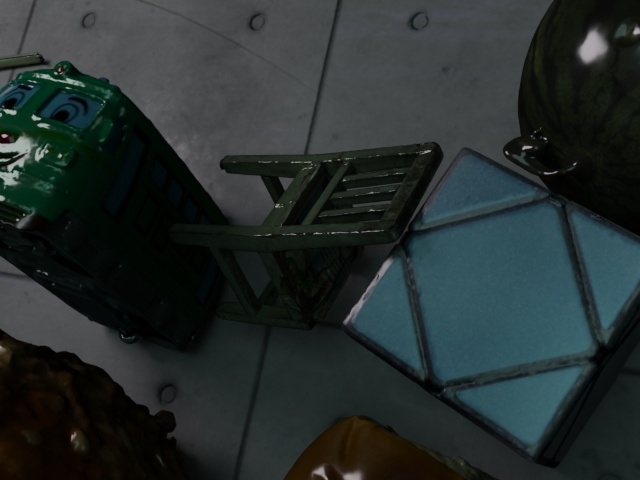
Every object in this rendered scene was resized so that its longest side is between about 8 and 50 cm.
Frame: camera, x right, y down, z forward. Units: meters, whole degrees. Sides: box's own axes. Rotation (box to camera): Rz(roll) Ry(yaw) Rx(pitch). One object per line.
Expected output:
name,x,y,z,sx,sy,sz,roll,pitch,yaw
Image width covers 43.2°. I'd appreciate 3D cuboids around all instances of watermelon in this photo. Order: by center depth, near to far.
watermelon,0.327,-0.143,0.714,0.359,0.279,0.279,-34,63,-20

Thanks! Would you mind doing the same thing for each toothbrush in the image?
toothbrush,-0.541,-0.262,1.224,0.294,0.026,0.028,2,59,21

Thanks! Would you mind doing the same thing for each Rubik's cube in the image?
Rubik's cube,0.179,0.069,0.754,0.205,0.207,0.205,33,86,27

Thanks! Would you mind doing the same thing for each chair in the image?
chair,0.000,0.000,0.829,0.271,0.147,0.136,1,43,32

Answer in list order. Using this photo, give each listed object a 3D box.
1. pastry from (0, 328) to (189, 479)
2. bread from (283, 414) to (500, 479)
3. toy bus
pastry,-0.308,0.252,0.780,0.292,0.405,0.337,-34,66,25
bread,0.084,0.310,0.704,0.279,0.225,0.250,22,81,29
toy bus,-0.234,-0.029,0.871,0.184,0.343,0.199,16,69,24
